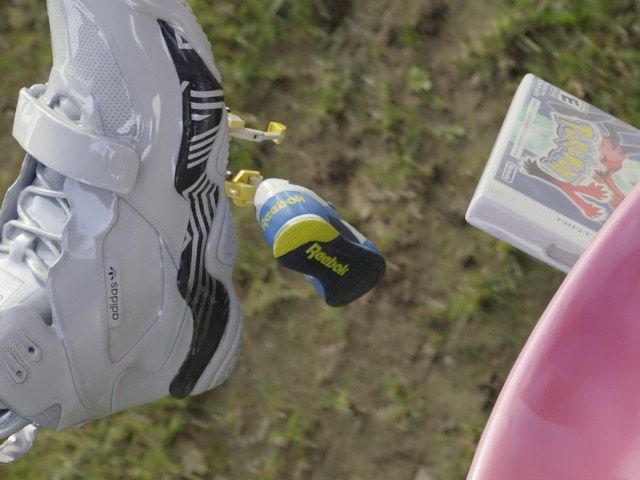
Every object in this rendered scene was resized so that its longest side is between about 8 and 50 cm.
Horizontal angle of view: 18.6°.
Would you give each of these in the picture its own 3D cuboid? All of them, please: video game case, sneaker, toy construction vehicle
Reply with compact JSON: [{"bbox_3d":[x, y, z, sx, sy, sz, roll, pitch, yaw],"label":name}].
[{"bbox_3d":[0.185,-0.017,1.146,0.183,0.201,0.023,27,117,1],"label":"video game case"},{"bbox_3d":[-0.173,-0.018,1.305,0.210,0.366,0.137,-28,38,-30],"label":"sneaker"},{"bbox_3d":[-0.079,-0.057,1.492,0.035,0.098,0.086,37,115,55],"label":"toy construction vehicle"},{"bbox_3d":[0.000,0.000,1.339,0.053,0.144,0.059,-38,58,4],"label":"sneaker"}]

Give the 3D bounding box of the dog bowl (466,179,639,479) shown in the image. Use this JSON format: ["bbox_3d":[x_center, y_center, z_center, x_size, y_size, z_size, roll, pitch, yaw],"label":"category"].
[{"bbox_3d":[0.209,0.081,0.836,0.408,0.150,0.408,-52,13,18],"label":"dog bowl"}]
